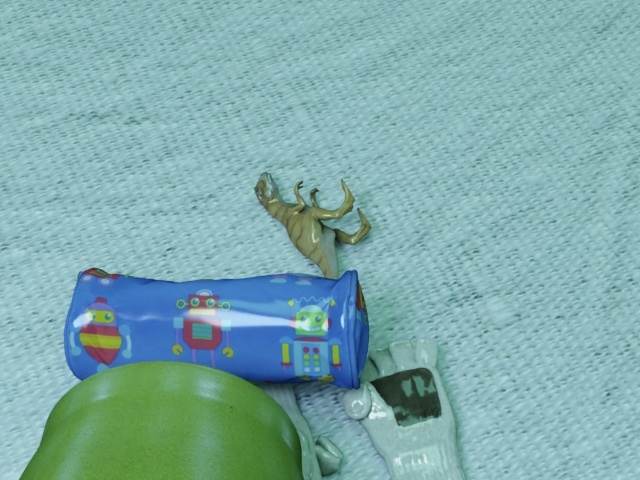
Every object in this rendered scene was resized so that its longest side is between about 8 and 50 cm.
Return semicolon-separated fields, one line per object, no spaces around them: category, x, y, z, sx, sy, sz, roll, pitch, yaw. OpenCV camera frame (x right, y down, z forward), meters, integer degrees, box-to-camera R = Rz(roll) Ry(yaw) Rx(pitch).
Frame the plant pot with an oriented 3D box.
plant pot;-0.136;0.302;1.317;0.366;0.366;0.353;2;42;0

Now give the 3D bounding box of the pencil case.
pencil case;-0.101;0.087;1.569;0.306;0.133;0.119;0;83;10

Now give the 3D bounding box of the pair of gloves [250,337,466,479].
pair of gloves;0.021;0.195;1.562;0.240;0.042;0.204;-6;54;-5

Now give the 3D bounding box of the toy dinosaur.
toy dinosaur;0.000;0.000;1.707;0.112;0.064;0.211;-32;49;-2
